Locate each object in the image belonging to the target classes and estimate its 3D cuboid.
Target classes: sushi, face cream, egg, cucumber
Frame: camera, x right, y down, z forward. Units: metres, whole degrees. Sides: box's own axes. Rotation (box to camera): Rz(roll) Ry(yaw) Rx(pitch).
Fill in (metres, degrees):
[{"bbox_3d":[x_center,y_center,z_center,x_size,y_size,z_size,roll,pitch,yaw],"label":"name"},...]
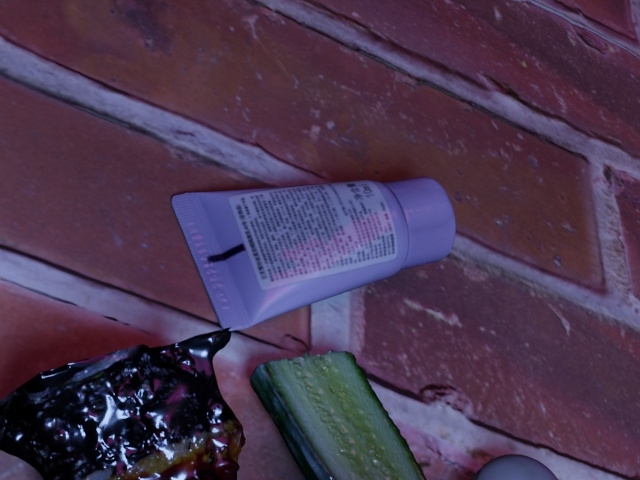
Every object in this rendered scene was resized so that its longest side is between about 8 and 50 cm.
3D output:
[{"bbox_3d":[-0.142,0.169,1.194,0.172,0.153,0.150,-13,79,-33],"label":"sushi"},{"bbox_3d":[0.000,0.000,1.505,0.274,0.096,0.154,-10,66,-28],"label":"face cream"},{"bbox_3d":[0.182,0.263,1.411,0.103,0.103,0.135,20,48,-25],"label":"egg"},{"bbox_3d":[0.030,0.213,1.361,0.115,0.063,0.244,-15,67,-46],"label":"cucumber"}]
